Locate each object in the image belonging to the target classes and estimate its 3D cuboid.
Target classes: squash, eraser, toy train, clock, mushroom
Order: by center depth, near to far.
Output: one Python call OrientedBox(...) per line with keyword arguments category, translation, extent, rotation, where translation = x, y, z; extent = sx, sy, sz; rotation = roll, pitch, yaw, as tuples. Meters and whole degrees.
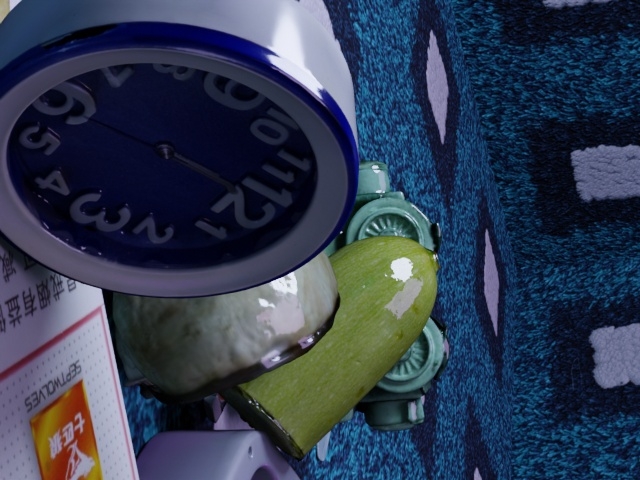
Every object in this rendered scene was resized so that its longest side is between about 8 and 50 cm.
OrientedBox(category="clock", translation=(-0.093, -0.061, 0.794), extent=(0.230, 0.230, 0.083), rotation=(65, 16, -49))
OrientedBox(category="mushroom", translation=(-0.094, 0.020, 1.176), extent=(0.164, 0.189, 0.267), rotation=(65, 22, -13))
OrientedBox(category="clock", translation=(-0.093, 0.343, 1.219), extent=(0.338, 0.102, 0.339), rotation=(-5, 90, -74))
OrientedBox(category="squash", translation=(0.016, 0.087, 1.301), extent=(0.247, 0.132, 0.132), rotation=(-45, 144, -14))
OrientedBox(category="eraser", translation=(-0.103, 0.156, 1.393), extent=(0.099, 0.019, 0.027), rotation=(-63, 144, -61))
OrientedBox(category="toy train", translation=(0.021, 0.066, 1.452), extent=(0.167, 0.238, 0.299), rotation=(22, 61, -85))

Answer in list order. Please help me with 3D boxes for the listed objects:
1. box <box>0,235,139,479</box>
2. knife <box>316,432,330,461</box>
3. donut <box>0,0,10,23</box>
OrientedBox(category="box", translation=(-0.215, 0.114, 0.882), extent=(0.210, 0.095, 0.330), rotation=(-43, 124, -70))
OrientedBox(category="knife", translation=(0.021, 0.183, 1.807), extent=(0.260, 0.034, 0.063), rotation=(-74, 150, -45))
OrientedBox(category="donut", translation=(-0.262, -0.142, 0.820), extent=(0.217, 0.085, 0.141), rotation=(1, 83, -76))
